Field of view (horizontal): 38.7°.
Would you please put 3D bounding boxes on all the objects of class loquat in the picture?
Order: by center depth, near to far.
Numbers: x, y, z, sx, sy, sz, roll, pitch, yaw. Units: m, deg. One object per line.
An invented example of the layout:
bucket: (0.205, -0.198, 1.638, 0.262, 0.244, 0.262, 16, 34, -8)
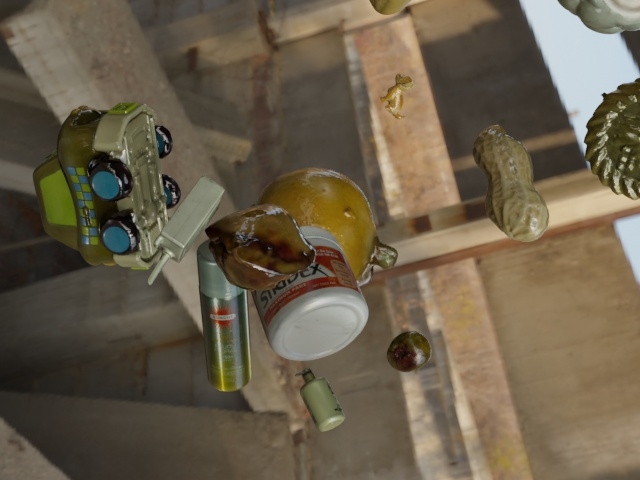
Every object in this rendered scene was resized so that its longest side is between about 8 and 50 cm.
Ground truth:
loquat: (0.000, 0.000, 2.075, 0.328, 0.360, 0.328, 14, 90, -78)

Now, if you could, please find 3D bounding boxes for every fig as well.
fig: (0.180, 0.216, 1.768, 0.098, 0.082, 0.084, 1, 112, -53)

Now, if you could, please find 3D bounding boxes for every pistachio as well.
pistachio: (-0.089, 0.015, 1.313, 0.210, 0.165, 0.130, -72, 170, -81)

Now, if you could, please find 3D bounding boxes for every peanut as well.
peanut: (0.425, -0.129, 2.072, 0.120, 0.136, 0.298, 23, 48, -54)

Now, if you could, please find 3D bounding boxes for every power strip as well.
power strip: (-0.190, -0.011, 1.255, 0.175, 0.042, 0.075, -58, -178, -22)

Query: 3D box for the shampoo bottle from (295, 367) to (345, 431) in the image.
shampoo bottle: (-0.004, 0.396, 2.302, 0.162, 0.079, 0.079, 62, 3, 25)

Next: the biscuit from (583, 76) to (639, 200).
biscuit: (0.661, -0.205, 1.955, 0.036, 0.187, 0.273, -45, 121, -64)

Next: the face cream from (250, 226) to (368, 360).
face cream: (-0.028, 0.105, 1.766, 0.201, 0.201, 0.187, 63, 3, -52)

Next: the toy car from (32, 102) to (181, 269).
toy car: (-0.339, -0.082, 1.377, 0.204, 0.198, 0.247, -64, 153, -63)

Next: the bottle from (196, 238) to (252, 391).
bottle: (-0.162, 0.128, 1.555, 0.082, 0.082, 0.286, -92, -179, -55)

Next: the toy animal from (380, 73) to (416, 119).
toy animal: (0.169, -0.300, 1.881, 0.081, 0.083, 0.060, 57, 23, 4)

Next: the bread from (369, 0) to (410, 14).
bread: (0.117, -0.518, 1.665, 0.147, 0.098, 0.217, 101, -30, -54)

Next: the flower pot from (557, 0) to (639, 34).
flower pot: (0.545, -0.499, 1.663, 0.195, 0.246, 0.246, -99, 170, -59)
